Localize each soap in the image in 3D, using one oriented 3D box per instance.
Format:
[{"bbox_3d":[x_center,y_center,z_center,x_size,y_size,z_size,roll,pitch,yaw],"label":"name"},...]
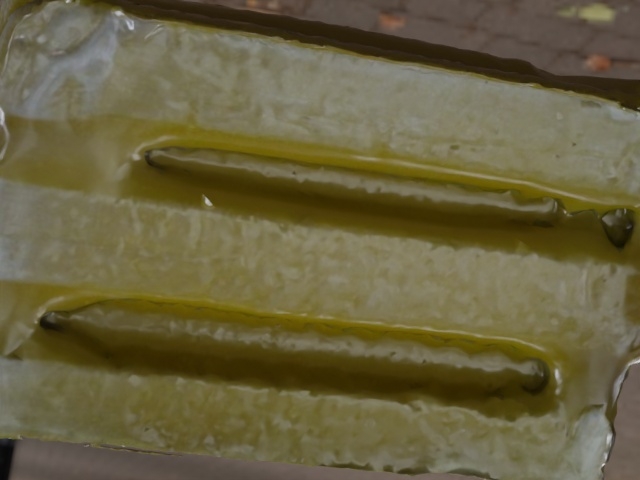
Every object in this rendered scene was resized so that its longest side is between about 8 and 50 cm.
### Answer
[{"bbox_3d":[0.000,0.000,0.665,0.315,0.199,0.091,7,-163,-15],"label":"soap"}]
